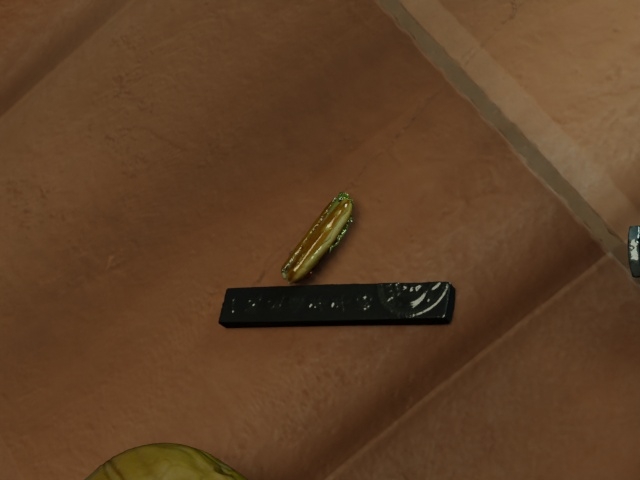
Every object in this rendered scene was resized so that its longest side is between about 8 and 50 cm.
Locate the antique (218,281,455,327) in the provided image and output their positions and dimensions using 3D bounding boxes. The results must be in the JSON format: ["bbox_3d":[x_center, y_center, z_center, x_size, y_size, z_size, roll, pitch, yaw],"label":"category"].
[{"bbox_3d":[0.009,0.049,1.168,0.192,0.015,0.031,-3,67,27],"label":"antique"}]

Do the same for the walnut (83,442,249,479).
[{"bbox_3d":[-0.092,0.233,1.052,0.167,0.167,0.207,-46,53,3],"label":"walnut"}]

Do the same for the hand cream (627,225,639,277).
[{"bbox_3d":[0.320,0.002,1.011,0.234,0.050,0.080,-4,62,20],"label":"hand cream"}]

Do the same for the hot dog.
[{"bbox_3d":[0.000,0.000,1.188,0.083,0.021,0.037,-52,17,-7],"label":"hot dog"}]
